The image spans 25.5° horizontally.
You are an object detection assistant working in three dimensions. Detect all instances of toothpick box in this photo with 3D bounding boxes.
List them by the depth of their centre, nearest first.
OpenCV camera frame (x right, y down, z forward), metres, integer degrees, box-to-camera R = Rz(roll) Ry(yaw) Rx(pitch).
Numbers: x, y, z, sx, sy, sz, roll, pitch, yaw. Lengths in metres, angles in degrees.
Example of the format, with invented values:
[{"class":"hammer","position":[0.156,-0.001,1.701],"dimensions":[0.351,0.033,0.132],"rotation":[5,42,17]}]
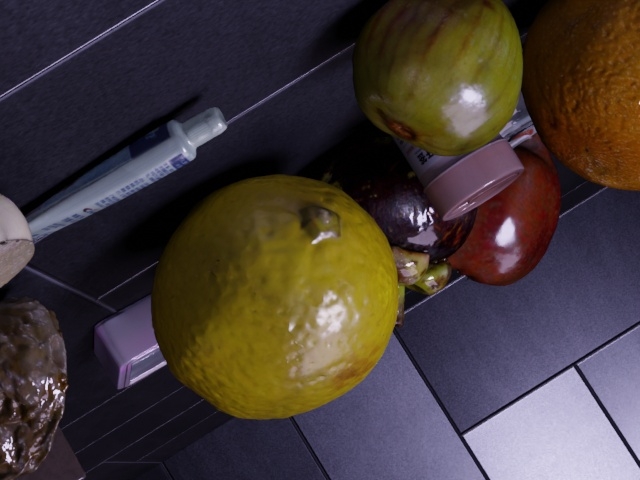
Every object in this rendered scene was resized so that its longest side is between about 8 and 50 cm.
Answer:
[{"class":"toothpick box","position":[0.125,-0.107,1.421],"dimensions":[0.098,0.149,0.098],"rotation":[-30,170,-6]}]

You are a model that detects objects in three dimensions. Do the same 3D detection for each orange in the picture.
[{"class":"orange","position":[0.334,-0.177,1.458],"dimensions":[0.264,0.264,0.264],"rotation":[-31,170,-6]}]

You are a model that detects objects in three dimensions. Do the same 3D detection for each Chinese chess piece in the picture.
[{"class":"Chinese chess piece","position":[-0.277,0.013,1.069],"dimensions":[0.122,0.051,0.122],"rotation":[-32,169,-7]}]

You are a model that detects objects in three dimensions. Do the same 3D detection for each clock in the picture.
[{"class":"clock","position":[-0.181,0.101,1.761],"dimensions":[0.197,0.063,0.150],"rotation":[-29,169,-17]}]

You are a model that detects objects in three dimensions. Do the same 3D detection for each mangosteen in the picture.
[{"class":"mangosteen","position":[0.084,-0.010,1.583],"dimensions":[0.192,0.217,0.192],"rotation":[-6,-179,0]}]

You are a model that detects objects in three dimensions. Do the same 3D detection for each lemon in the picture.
[{"class":"lemon","position":[-0.047,0.057,1.426],"dimensions":[0.267,0.267,0.267],"rotation":[-31,170,-6]}]

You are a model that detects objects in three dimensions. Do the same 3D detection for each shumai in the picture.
[{"class":"shumai","position":[-0.338,0.133,1.273],"dimensions":[0.206,0.166,0.175],"rotation":[-46,140,14]}]

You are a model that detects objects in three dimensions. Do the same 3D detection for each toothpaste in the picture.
[{"class":"toothpaste","position":[-0.171,-0.047,1.144],"dimensions":[0.216,0.037,0.062],"rotation":[-30,171,10]}]

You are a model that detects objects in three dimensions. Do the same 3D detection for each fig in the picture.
[{"class":"fig","position":[0.103,-0.169,1.193],"dimensions":[0.142,0.186,0.148],"rotation":[9,152,12]}]

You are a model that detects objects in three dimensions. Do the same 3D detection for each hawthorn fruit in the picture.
[{"class":"hawthorn fruit","position":[0.240,-0.062,1.924],"dimensions":[0.248,0.208,0.208],"rotation":[-59,163,15]}]

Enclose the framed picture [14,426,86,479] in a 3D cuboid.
[{"class":"framed picture","position":[-0.338,0.203,1.462],"dimensions":[0.128,0.168,0.023],"rotation":[-27,169,-28]}]

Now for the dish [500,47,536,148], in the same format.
[{"class":"dish","position":[0.215,-0.148,1.704],"dimensions":[0.229,0.081,0.229],"rotation":[-31,171,-6]}]
